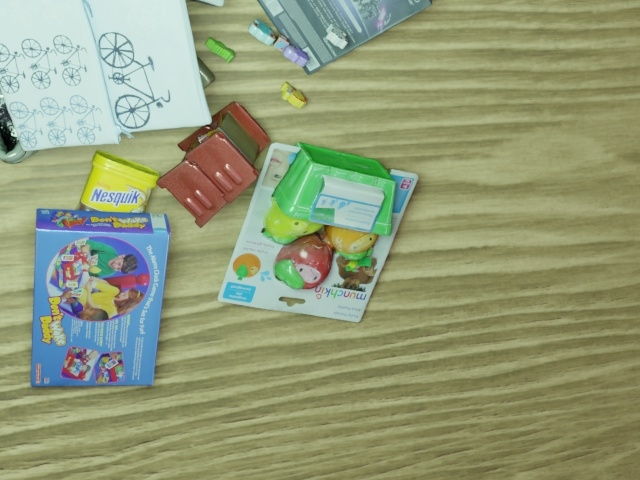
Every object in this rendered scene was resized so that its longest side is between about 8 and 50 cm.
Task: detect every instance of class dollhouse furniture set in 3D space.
[{"bbox_3d":[-0.268,-0.235,1.618,0.152,0.201,0.374,-37,106,19],"label":"dollhouse furniture set"}]

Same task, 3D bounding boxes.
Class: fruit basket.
[{"bbox_3d":[0.000,0.000,1.788,0.326,0.165,0.353,11,108,-24],"label":"fruit basket"}]

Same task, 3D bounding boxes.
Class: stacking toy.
[{"bbox_3d":[-0.079,-0.366,1.689,0.221,0.052,0.167,29,120,-21],"label":"stacking toy"}]

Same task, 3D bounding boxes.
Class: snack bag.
[{"bbox_3d":[-0.357,-0.295,1.438,0.342,0.037,0.323,-4,125,4],"label":"snack bag"}]

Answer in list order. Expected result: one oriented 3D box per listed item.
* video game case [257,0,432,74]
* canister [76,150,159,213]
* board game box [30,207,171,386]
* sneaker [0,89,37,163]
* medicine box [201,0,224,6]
[{"bbox_3d":[0.042,-0.450,1.679,0.274,0.026,0.196,-27,123,16],"label":"video game case"},{"bbox_3d":[-0.390,-0.067,1.704,0.126,0.073,0.170,19,100,-21],"label":"canister"},{"bbox_3d":[-0.416,0.114,1.695,0.233,0.078,0.347,3,120,-17],"label":"board game box"},{"bbox_3d":[-0.528,-0.293,1.557,0.122,0.146,0.331,-3,105,-8],"label":"sneaker"},{"bbox_3d":[-0.283,-0.568,1.556,0.289,0.149,0.264,11,101,-19],"label":"medicine box"}]
